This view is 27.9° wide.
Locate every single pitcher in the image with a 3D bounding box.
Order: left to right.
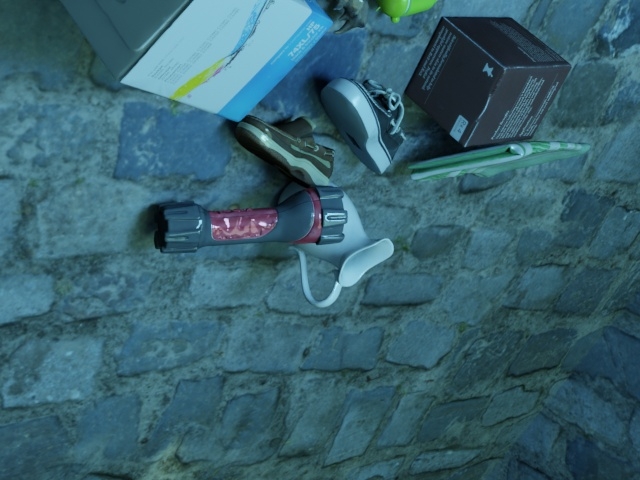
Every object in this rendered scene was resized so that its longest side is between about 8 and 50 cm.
[{"bbox_3d":[0.000,0.000,2.248,0.178,0.207,0.125,-45,150,3],"label":"pitcher"}]

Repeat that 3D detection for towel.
[{"bbox_3d":[0.345,-0.152,2.471,0.248,0.038,0.325,-12,176,32],"label":"towel"}]

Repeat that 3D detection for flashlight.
[{"bbox_3d":[-0.112,-0.034,2.095,0.304,0.103,0.103,-3,102,-20],"label":"flashlight"}]

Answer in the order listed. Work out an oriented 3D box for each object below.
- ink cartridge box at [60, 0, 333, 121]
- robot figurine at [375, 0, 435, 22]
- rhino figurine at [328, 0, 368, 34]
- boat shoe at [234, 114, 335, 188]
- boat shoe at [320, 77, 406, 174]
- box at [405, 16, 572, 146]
[{"bbox_3d":[-0.163,-0.305,1.638,0.197,0.198,0.270,-44,157,18],"label":"ink cartridge box"},{"bbox_3d":[0.138,-0.394,2.061,0.115,0.067,0.101,-21,151,-33],"label":"robot figurine"},{"bbox_3d":[0.083,-0.417,1.959,0.106,0.073,0.243,18,117,-35],"label":"rhino figurine"},{"bbox_3d":[-0.053,-0.165,2.117,0.095,0.095,0.257,-63,152,-4],"label":"boat shoe"},{"bbox_3d":[0.089,-0.213,2.187,0.105,0.113,0.306,-48,153,-5],"label":"boat shoe"},{"bbox_3d":[0.299,-0.285,2.290,0.203,0.167,0.168,-9,136,-45],"label":"box"}]
